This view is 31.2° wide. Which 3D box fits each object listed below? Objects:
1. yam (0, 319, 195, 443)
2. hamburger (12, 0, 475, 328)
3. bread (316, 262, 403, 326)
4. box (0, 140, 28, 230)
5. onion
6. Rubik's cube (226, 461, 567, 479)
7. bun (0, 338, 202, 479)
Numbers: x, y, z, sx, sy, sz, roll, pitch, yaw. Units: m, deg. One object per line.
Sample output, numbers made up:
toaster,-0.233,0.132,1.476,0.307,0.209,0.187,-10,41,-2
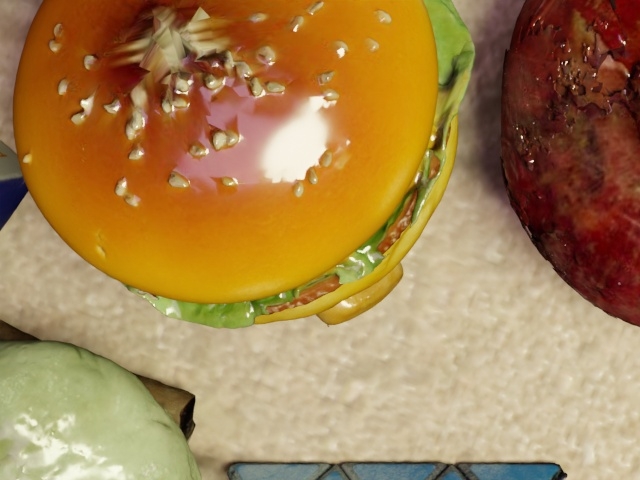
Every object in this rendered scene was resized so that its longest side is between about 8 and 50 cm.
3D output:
yam,-0.234,0.063,0.734,0.327,0.045,0.045,19,70,8
hamburger,-0.046,-0.078,0.593,0.246,0.170,0.246,-3,78,15
bread,-0.001,-0.001,0.680,0.062,0.049,0.103,-38,88,-19
box,-0.336,-0.090,0.649,0.299,0.200,0.106,39,100,3
onion,0.205,-0.062,0.555,0.252,0.219,0.252,1,94,18
Rubik's cube,0.056,0.193,0.637,0.190,0.178,0.211,-37,92,9
bun,-0.174,0.156,0.668,0.213,0.126,0.203,-11,120,32
